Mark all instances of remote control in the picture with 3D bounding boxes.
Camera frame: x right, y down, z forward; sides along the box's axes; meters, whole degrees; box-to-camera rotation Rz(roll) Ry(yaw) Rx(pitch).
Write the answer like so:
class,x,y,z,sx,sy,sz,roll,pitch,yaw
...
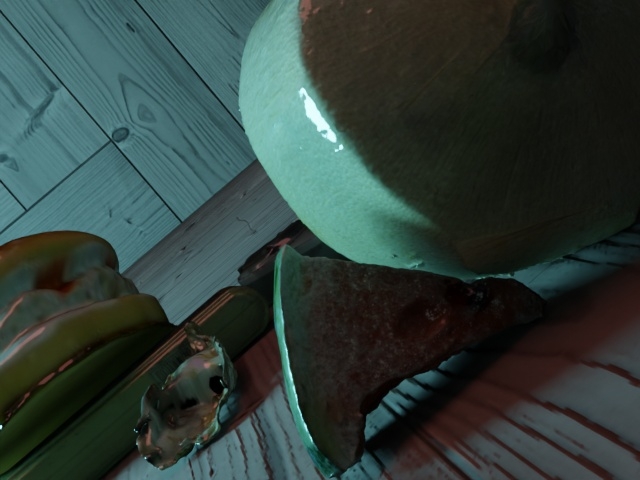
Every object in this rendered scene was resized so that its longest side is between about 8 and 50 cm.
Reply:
class,x,y,z,sx,sy,sz,roll,pitch,yaw
remote control,0.000,0.000,1.238,0.104,0.052,0.247,-45,10,-35

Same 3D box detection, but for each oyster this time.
class,x,y,z,sx,sy,sz,roll,pitch,yaw
oyster,-0.098,0.131,1.064,0.106,0.061,0.200,-15,22,26

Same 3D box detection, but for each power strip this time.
class,x,y,z,sx,sy,sz,roll,pitch,yaw
power strip,-0.208,0.176,1.193,0.387,0.066,0.092,-42,7,-10

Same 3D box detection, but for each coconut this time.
class,x,y,z,sx,sy,sz,roll,pitch,yaw
coconut,0.087,-0.094,0.742,0.245,0.245,0.247,-43,9,-17

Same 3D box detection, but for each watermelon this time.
class,x,y,z,sx,sy,sz,roll,pitch,yaw
watermelon,0.032,0.047,0.727,0.158,0.121,0.098,-37,-13,-8

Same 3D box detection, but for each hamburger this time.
class,x,y,z,sx,sy,sz,roll,pitch,yaw
hamburger,-0.311,0.120,1.268,0.303,0.186,0.261,-50,-16,20
